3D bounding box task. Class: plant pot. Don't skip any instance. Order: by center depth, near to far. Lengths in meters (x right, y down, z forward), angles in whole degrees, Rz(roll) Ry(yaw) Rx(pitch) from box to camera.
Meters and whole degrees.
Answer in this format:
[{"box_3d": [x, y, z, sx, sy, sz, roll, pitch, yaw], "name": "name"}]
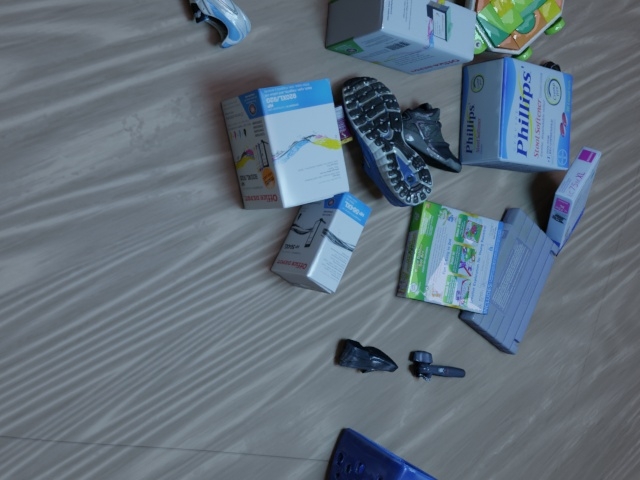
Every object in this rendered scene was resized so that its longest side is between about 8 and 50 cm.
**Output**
[{"box_3d": [0.143, 0.596, 1.473, 0.236, 0.236, 0.212, 37, 78, -30], "name": "plant pot"}]

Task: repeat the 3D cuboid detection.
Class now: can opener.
[{"box_3d": [0.309, 0.333, 1.673, 0.186, 0.059, 0.073, 19, 81, -33], "name": "can opener"}]

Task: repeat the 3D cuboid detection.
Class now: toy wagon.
[{"box_3d": [0.474, -0.587, 1.667, 0.344, 0.068, 0.267, -43, 112, -2], "name": "toy wagon"}]

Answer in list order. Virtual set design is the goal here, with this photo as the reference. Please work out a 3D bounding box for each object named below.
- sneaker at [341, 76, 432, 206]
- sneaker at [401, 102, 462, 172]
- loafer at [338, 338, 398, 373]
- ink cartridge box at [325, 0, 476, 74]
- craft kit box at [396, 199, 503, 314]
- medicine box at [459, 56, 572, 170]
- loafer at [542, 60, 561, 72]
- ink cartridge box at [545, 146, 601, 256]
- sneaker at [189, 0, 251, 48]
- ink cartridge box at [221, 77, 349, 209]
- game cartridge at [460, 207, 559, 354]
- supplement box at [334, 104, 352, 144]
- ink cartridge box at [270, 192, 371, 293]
[{"box_3d": [0.129, -0.218, 1.493, 0.130, 0.147, 0.330, -22, 86, -20], "name": "sneaker"}, {"box_3d": [0.284, -0.258, 1.612, 0.227, 0.087, 0.130, 29, 83, -26], "name": "sneaker"}, {"box_3d": [0.112, 0.287, 1.544, 0.170, 0.062, 0.061, 26, 100, -29], "name": "loafer"}, {"box_3d": [0.184, -0.474, 1.464, 0.278, 0.201, 0.117, 5, 90, -35], "name": "ink cartridge box"}, {"box_3d": [0.333, 0.047, 1.649, 0.246, 0.061, 0.250, 14, 84, -23], "name": "craft kit box"}, {"box_3d": [0.525, -0.326, 1.738, 0.289, 0.149, 0.263, 1, 91, -35], "name": "medicine box"}, {"box_3d": [0.696, -0.414, 1.892, 0.080, 0.078, 0.220, -17, 102, -33], "name": "loafer"}, {"box_3d": [0.720, -0.104, 1.872, 0.186, 0.065, 0.311, -53, 152, -20], "name": "ink cartridge box"}, {"box_3d": [-0.231, -0.481, 1.254, 0.086, 0.085, 0.237, -46, 113, -16], "name": "sneaker"}, {"box_3d": [-0.072, -0.191, 1.320, 0.168, 0.171, 0.233, -18, 101, -32], "name": "ink cartridge box"}, {"box_3d": [0.532, 0.112, 1.818, 0.230, 0.068, 0.355, 36, 73, -26], "name": "game cartridge"}, {"box_3d": [0.031, -0.257, 1.458, 0.043, 0.055, 0.083, -27, 106, -30], "name": "supplement box"}, {"box_3d": [0.000, 0.000, 1.392, 0.086, 0.148, 0.203, 34, 73, -32], "name": "ink cartridge box"}]
